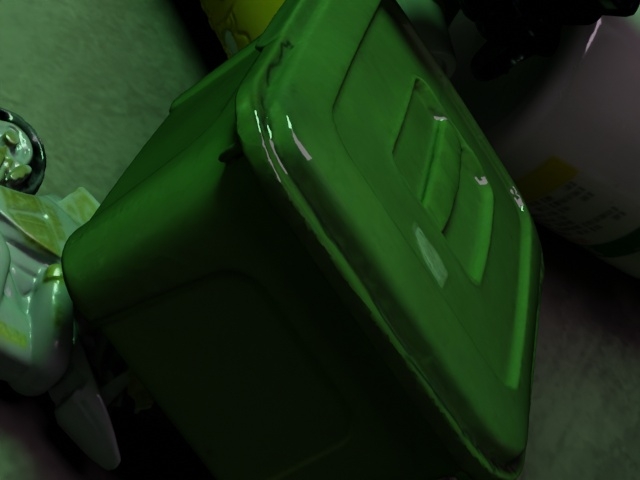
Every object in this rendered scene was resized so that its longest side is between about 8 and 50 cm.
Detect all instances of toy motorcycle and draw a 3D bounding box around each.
[{"bbox_3d":[-0.166,0.029,0.840,0.225,0.073,0.152,54,42,3],"label":"toy motorcycle"}]

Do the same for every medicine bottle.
[{"bbox_3d":[0.270,-0.080,1.232,0.340,0.208,0.208,28,44,-26],"label":"medicine bottle"}]

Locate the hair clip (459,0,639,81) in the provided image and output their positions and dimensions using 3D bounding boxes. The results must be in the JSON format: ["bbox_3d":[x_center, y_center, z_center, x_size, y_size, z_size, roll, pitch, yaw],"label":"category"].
[{"bbox_3d":[0.145,-0.234,1.006,0.206,0.194,0.310,57,23,-21],"label":"hair clip"}]

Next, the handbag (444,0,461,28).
[{"bbox_3d":[0.109,-0.296,1.344,0.326,0.089,0.238,30,43,-22],"label":"handbag"}]

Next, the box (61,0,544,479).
[{"bbox_3d":[0.000,0.000,0.875,0.253,0.178,0.328,57,20,-15],"label":"box"}]

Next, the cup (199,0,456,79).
[{"bbox_3d":[-0.003,-0.208,1.065,0.185,0.241,0.226,-17,78,-13],"label":"cup"}]
